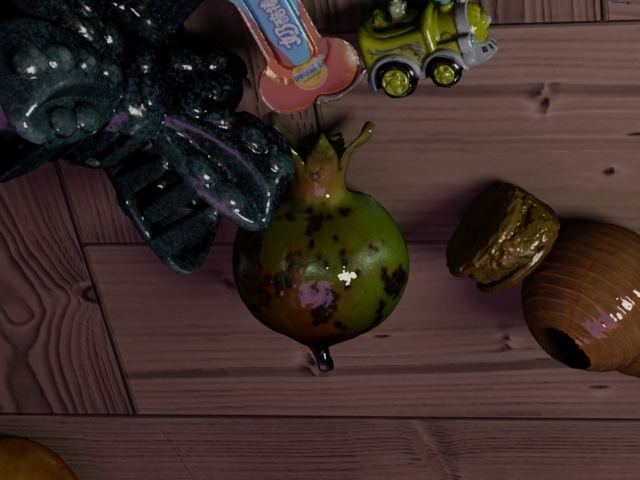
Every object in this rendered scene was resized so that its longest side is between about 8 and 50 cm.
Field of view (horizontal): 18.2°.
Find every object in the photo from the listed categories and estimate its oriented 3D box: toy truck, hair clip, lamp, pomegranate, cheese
[{"bbox_3d":[0.086,-0.166,1.613,0.111,0.076,0.077,-13,112,21],"label":"toy truck"},{"bbox_3d":[-0.167,-0.115,1.608,0.310,0.206,0.194,25,137,-39],"label":"hair clip"},{"bbox_3d":[0.243,0.049,1.754,0.136,0.136,0.136,5,136,5],"label":"lamp"},{"bbox_3d":[0.000,-0.003,1.737,0.156,0.156,0.220,5,131,6],"label":"pomegranate"},{"bbox_3d":[-0.054,-0.211,1.570,0.106,0.037,0.256,-27,111,8],"label":"cheese"}]

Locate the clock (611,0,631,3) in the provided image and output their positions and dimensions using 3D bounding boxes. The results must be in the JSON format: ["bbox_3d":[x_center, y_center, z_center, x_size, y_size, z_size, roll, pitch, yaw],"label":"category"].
[{"bbox_3d":[0.225,-0.313,1.406,0.313,0.061,0.312,1,130,1],"label":"clock"}]

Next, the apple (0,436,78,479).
[{"bbox_3d":[-0.343,0.310,2.098,0.196,0.196,0.196,5,136,5],"label":"apple"}]

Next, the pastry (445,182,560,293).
[{"bbox_3d":[0.158,-0.001,1.744,0.057,0.097,0.109,36,142,-18],"label":"pastry"}]

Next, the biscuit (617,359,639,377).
[{"bbox_3d":[0.350,0.068,1.816,0.229,0.031,0.176,-13,134,29],"label":"biscuit"}]
